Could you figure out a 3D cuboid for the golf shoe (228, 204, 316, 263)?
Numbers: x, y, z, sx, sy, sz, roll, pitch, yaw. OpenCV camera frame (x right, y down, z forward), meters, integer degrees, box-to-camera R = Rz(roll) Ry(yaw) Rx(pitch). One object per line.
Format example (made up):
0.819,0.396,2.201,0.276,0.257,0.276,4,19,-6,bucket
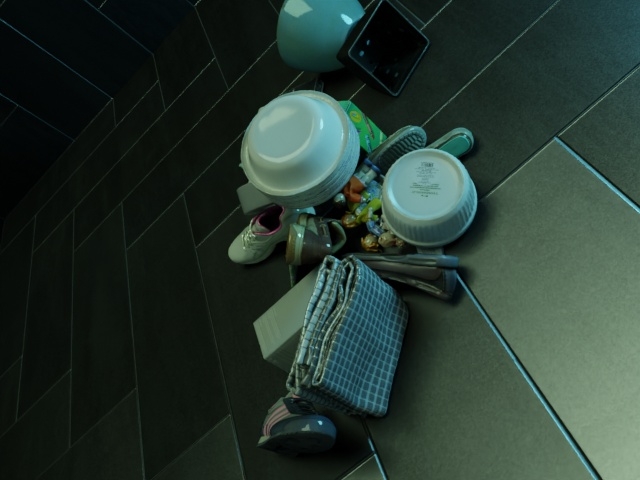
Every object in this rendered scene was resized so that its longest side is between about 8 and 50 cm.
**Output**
-0.161,-0.027,1.716,0.306,0.140,0.115,-30,64,29,golf shoe

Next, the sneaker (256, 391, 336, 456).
-0.050,0.360,1.272,0.319,0.112,0.131,-40,31,59,sneaker

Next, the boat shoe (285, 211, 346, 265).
0.000,0.000,1.492,0.123,0.342,0.123,5,95,5,boat shoe

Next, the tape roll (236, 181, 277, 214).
-0.113,-0.134,1.697,0.219,0.219,0.072,-17,90,37,tape roll

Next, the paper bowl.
-0.059,-0.230,1.495,0.284,0.148,0.284,-9,66,20,paper bowl

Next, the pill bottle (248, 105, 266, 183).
-0.143,-0.262,1.863,0.136,0.136,0.245,7,84,48,pill bottle

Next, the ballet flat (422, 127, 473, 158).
0.268,-0.195,1.482,0.213,0.072,0.068,-30,17,27,ballet flat

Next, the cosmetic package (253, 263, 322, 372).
-0.036,0.183,1.475,0.238,0.107,0.127,-39,41,14,cosmetic package

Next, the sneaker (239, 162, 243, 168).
-0.227,-0.257,2.045,0.069,0.038,0.098,-55,39,0,sneaker

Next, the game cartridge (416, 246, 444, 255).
0.242,0.019,1.376,0.056,0.017,0.083,-39,41,24,game cartridge

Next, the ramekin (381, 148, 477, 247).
0.227,-0.097,1.336,0.207,0.109,0.207,-6,68,14,ramekin

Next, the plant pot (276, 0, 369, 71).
0.036,-0.635,1.897,0.195,0.290,0.290,30,85,28,plant pot

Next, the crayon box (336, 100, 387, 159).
0.025,-0.301,1.716,0.278,0.165,0.081,13,72,50,crayon box

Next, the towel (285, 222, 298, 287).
-0.070,0.039,1.592,0.023,0.152,0.113,6,58,5,towel

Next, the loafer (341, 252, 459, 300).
0.159,0.074,1.352,0.302,0.109,0.095,0,89,46,loafer

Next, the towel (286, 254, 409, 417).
0.065,0.201,1.252,0.121,0.235,0.283,2,65,36,towel

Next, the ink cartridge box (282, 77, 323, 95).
-0.091,-0.402,2.009,0.208,0.045,0.206,-17,52,38,ink cartridge box

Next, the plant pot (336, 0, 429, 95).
0.155,-0.535,1.757,0.188,0.187,0.167,-58,27,-4,plant pot

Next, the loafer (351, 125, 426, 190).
0.154,-0.205,1.569,0.251,0.094,0.087,-39,38,21,loafer

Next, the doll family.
0.139,-0.058,1.486,0.163,0.118,0.263,-47,56,-1,doll family
